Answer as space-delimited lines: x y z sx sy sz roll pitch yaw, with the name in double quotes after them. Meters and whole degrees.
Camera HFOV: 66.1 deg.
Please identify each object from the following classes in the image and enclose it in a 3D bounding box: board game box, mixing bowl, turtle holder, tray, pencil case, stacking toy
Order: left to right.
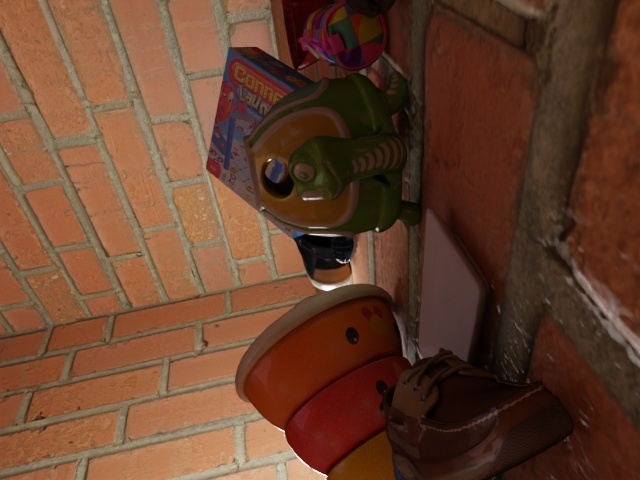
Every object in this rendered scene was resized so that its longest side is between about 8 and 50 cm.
-0.102 -0.215 1.077 0.308 0.086 0.302 38 128 23 "board game box"
-0.020 -0.456 1.032 0.181 0.098 0.182 168 90 -85 "mixing bowl"
0.013 -0.098 0.705 0.320 0.227 0.243 -107 8 -50 "turtle holder"
0.030 -0.322 0.772 0.236 0.104 0.104 -115 15 -67 "pencil case"
0.095 0.347 0.866 0.480 0.350 0.351 54 163 30 "stacking toy"
0.162 0.102 0.607 0.145 0.030 0.270 -108 9 -49 "tray"

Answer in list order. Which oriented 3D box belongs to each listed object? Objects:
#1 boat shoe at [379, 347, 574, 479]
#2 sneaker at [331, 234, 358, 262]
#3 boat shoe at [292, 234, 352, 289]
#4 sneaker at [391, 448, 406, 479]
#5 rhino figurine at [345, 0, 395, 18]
0.124 0.176 0.501 0.324 0.123 0.116 111 137 -64 "boat shoe"
0.061 -0.036 1.304 0.083 0.071 0.191 -85 -7 -85 "sneaker"
-0.023 -0.050 1.568 0.500 0.186 0.156 -116 20 -52 "boat shoe"
0.182 0.331 0.595 0.296 0.111 0.131 -116 26 -48 "sneaker"
0.046 -0.384 0.601 0.106 0.073 0.243 101 159 -70 "rhino figurine"
